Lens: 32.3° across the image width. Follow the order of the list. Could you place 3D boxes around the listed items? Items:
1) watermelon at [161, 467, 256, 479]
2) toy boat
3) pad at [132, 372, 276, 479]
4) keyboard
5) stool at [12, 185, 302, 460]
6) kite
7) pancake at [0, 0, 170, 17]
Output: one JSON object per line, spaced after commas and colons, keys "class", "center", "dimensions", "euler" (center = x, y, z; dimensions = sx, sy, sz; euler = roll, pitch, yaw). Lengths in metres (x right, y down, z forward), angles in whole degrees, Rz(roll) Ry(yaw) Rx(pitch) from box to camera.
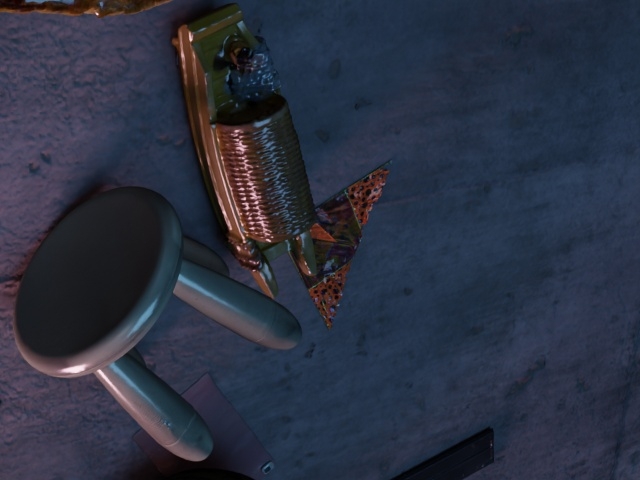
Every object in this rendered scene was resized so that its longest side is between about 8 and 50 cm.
{"class": "watermelon", "center": [-0.126, 0.355, 1.223], "dimensions": [0.212, 0.212, 0.212], "euler": [-15, 120, -29]}
{"class": "toy boat", "center": [-0.066, -0.084, 1.115], "dimensions": [0.089, 0.115, 0.310], "euler": [-26, 124, -23]}
{"class": "pad", "center": [-0.131, 0.249, 1.300], "dimensions": [0.113, 0.006, 0.187], "euler": [-40, 128, -13]}
{"class": "keyboard", "center": [0.163, 0.327, 1.541], "dimensions": [0.202, 0.011, 0.067], "euler": [-22, 124, -25]}
{"class": "stool", "center": [-0.165, 0.078, 1.077], "dimensions": [0.195, 0.195, 0.198], "euler": [-50, 135, -6]}
{"class": "kite", "center": [0.001, 0.000, 1.275], "dimensions": [0.125, 0.008, 0.222], "euler": [10, 105, -35]}
{"class": "pancake", "center": [-0.280, -0.327, 0.849], "dimensions": [0.427, 0.067, 0.304], "euler": [7, 120, -24]}
